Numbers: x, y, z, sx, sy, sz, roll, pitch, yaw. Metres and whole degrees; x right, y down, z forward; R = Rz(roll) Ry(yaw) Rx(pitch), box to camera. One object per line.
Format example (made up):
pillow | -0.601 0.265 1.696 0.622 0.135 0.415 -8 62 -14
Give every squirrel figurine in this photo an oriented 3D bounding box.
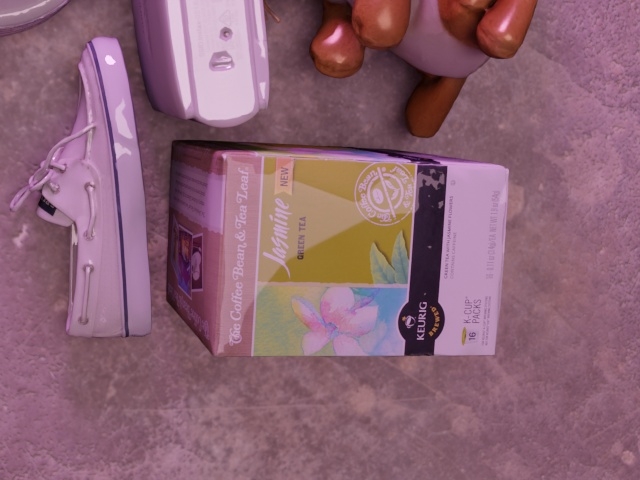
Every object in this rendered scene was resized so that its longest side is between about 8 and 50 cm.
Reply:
squirrel figurine | 0.075 -0.386 1.309 0.370 0.281 0.397 25 75 -8

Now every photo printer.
photo printer | -0.146 -0.261 1.196 0.107 0.307 0.256 -9 102 -15

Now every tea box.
tea box | 0.000 0.000 1.263 0.323 0.329 0.220 0 97 -18

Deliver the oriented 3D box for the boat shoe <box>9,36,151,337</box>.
boat shoe | -0.293 -0.055 1.281 0.156 0.136 0.367 -5 108 -13

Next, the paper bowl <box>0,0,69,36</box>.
paper bowl | -0.377 -0.375 1.186 0.284 0.148 0.284 -1 94 -22
